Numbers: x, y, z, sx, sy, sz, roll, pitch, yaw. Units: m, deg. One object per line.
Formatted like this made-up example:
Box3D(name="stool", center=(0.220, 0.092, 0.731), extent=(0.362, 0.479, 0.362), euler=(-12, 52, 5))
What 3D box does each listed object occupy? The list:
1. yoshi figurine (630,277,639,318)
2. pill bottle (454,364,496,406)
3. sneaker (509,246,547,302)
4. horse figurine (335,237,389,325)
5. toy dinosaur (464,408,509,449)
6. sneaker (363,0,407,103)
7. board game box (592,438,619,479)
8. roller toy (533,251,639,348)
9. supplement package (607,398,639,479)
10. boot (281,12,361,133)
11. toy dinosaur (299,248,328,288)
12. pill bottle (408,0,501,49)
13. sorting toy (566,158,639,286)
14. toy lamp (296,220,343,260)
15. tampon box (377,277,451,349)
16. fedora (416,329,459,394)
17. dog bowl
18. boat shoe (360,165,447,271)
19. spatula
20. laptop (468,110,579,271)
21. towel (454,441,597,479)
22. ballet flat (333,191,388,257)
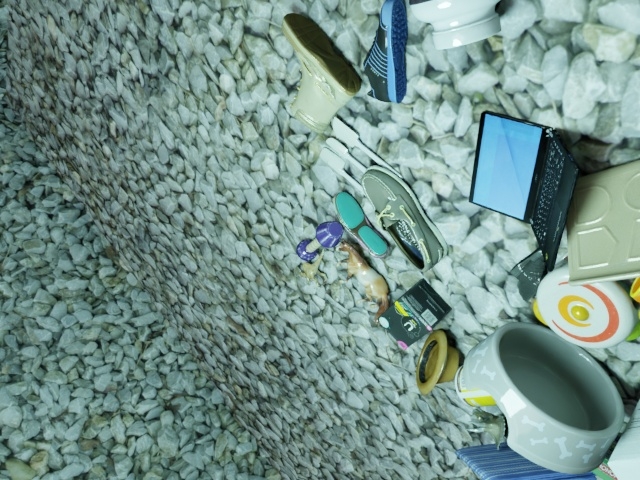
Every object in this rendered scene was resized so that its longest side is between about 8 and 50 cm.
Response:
Box3D(name="yoshi figurine", center=(0.725, 0.176, 0.980), extent=(0.362, 0.204, 0.203), euler=(24, 165, 11))
Box3D(name="pill bottle", center=(0.461, 0.365, 1.478), extent=(0.117, 0.117, 0.215), euler=(57, 143, -3))
Box3D(name="sneaker", center=(0.492, 0.073, 1.283), extent=(0.089, 0.051, 0.170), euler=(48, 147, 10))
Box3D(name="horse figurine", center=(0.129, 0.122, 1.702), extent=(0.263, 0.066, 0.174), euler=(52, 149, 8))
Box3D(name="toy dinosaur", center=(0.541, 0.476, 1.439), extent=(0.313, 0.160, 0.121), euler=(-9, 110, 51))
Box3D(name="sneaker", center=(0.138, -0.418, 1.269), extent=(0.090, 0.081, 0.232), euler=(18, 131, 30))
Box3D(name="board game box", center=(0.737, 0.545, 1.248), extent=(0.317, 0.213, 0.046), euler=(32, 102, 27))
Box3D(name="roller toy", center=(0.551, 0.116, 1.167), extent=(0.209, 0.146, 0.191), euler=(23, 132, 36))
Box3D(name="supplement package", center=(0.709, 0.413, 1.138), extent=(0.139, 0.244, 0.134), euler=(56, 142, 1))
Box3D(name="boot", center=(-0.034, -0.419, 1.451), extent=(0.262, 0.095, 0.203), euler=(49, 144, 1))
Box3D(name="toy dinosaur", center=(-0.023, 0.105, 1.863), extent=(0.093, 0.053, 0.183), euler=(53, 143, 6))
Box3D(name="pill bottle", center=(0.230, -0.519, 1.011), extent=(0.181, 0.181, 0.323), euler=(5, 120, 46))
Box3D(name="sorting toy", center=(0.579, -0.044, 1.000), extent=(0.041, 0.229, 0.307), euler=(20, 157, -32))
Box3D(name="toy lamp", center=(0.000, 0.000, 1.693), extent=(0.080, 0.080, 0.274), euler=(56, 159, 0))
Box3D(name="tampon box", center=(0.259, 0.207, 1.592), extent=(0.120, 0.101, 0.161), euler=(48, 143, 11))
Box3D(name="fedora", center=(0.336, 0.348, 1.603), extent=(0.079, 0.194, 0.194), euler=(17, 139, -7))
Box3D(name="dog bowl", center=(0.492, 0.321, 1.245), extent=(0.349, 0.348, 0.102), euler=(39, 126, 21))
Box3D(name="boat shoe", center=(0.201, -0.056, 1.457), extent=(0.305, 0.091, 0.109), euler=(51, 143, 0))
Box3D(name="spatula", center=(0.103, -0.200, 1.529), extent=(0.242, 0.019, 0.168), euler=(41, 140, 12))
Box3D(name="laptop", center=(0.402, -0.107, 1.169), extent=(0.136, 0.264, 0.234), euler=(1, 126, 5))
Box3D(name="towel", center=(0.487, 0.549, 1.395), extent=(0.336, 0.243, 0.040), euler=(97, 168, -82))
Box3D(name="ballet flat", center=(0.106, -0.035, 1.611), extent=(0.221, 0.077, 0.079), euler=(51, 162, 5))
